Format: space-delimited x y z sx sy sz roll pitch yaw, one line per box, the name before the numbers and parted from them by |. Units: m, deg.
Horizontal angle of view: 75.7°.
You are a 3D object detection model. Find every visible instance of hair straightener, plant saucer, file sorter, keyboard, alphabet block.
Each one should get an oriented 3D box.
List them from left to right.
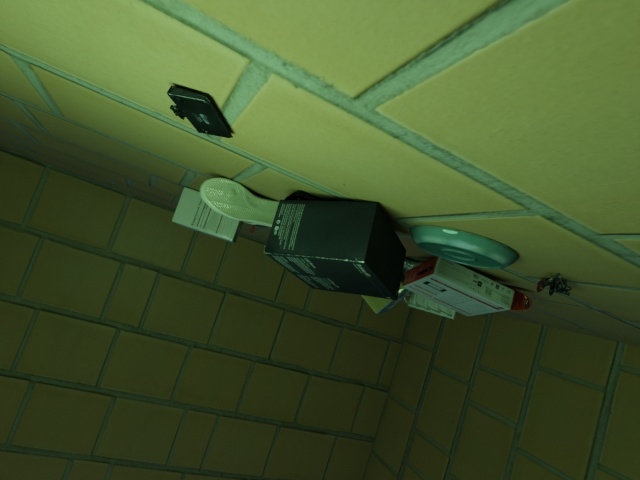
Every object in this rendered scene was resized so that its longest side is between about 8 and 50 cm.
keyboard | -0.244 -0.252 0.815 0.108 0.023 0.180 11 172 3
alphabet block | 0.303 0.213 1.979 0.197 0.193 0.192 52 -164 22
file sorter | 0.539 0.250 2.059 0.173 0.193 0.277 28 169 -39
plant saucer | 0.417 0.027 1.227 0.317 0.044 0.317 17 172 2
hair straightener | 0.744 0.139 1.296 0.088 0.047 0.230 15 168 24

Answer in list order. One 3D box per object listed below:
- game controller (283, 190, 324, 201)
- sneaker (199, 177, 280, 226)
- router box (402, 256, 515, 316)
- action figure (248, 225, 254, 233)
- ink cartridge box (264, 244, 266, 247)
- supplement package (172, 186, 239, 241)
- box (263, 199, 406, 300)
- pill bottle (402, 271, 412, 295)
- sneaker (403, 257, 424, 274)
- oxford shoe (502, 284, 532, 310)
game controller | 0.033 -0.074 1.315 0.318 0.067 0.166 19 173 -16
sneaker | -0.287 -0.122 1.488 0.349 0.131 0.148 23 167 -36
router box | 0.546 0.196 1.677 0.335 0.082 0.301 25 161 -6
action figure | -0.202 -0.067 1.723 0.091 0.139 0.280 24 173 -36
ink cartridge box | -0.130 0.035 1.977 0.180 0.224 0.056 29 135 29
supplement package | -0.527 -0.115 1.981 0.292 0.176 0.177 19 174 -4
box | 0.062 0.034 1.252 0.312 0.179 0.343 5 159 27
pill bottle | 0.436 0.230 2.380 0.136 0.137 0.245 23 172 -35
sneaker | 0.403 0.125 1.921 0.132 0.086 0.229 22 164 11
oxford shoe | 0.781 0.230 1.763 0.098 0.097 0.271 2 -169 -37
